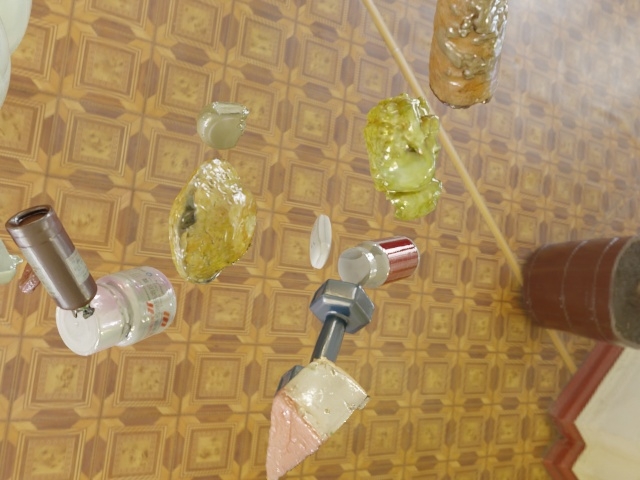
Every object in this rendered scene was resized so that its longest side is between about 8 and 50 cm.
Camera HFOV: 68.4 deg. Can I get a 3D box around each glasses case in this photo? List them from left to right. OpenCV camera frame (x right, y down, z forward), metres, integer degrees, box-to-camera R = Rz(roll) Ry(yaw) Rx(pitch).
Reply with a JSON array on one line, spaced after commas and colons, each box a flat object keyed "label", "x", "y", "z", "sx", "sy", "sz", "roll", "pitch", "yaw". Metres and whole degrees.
[{"label": "glasses case", "x": 0.000, "y": 0.000, "z": 1.240, "sx": 0.049, "sy": 0.197, "sz": 0.076, "roll": 15, "pitch": 121, "yaw": -9}]

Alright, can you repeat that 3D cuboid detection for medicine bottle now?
[{"label": "medicine bottle", "x": -0.686, "y": 0.235, "z": 1.604, "sx": 0.325, "sy": 0.256, "sz": 0.256, "roll": -16, "pitch": 98, "yaw": -63}, {"label": "medicine bottle", "x": 0.165, "y": 0.060, "z": 1.301, "sx": 0.250, "sy": 0.131, "sz": 0.131, "roll": -9, "pitch": 94, "yaw": -49}]

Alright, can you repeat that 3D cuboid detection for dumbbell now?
[{"label": "dumbbell", "x": 0.015, "y": 0.247, "z": 1.071, "sx": 0.156, "sy": 0.143, "sz": 0.316, "roll": 52, "pitch": 42, "yaw": -30}]

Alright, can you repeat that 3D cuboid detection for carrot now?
[{"label": "carrot", "x": 0.165, "y": -0.262, "z": 0.531, "sx": 0.102, "sy": 0.101, "sz": 0.263, "roll": -62, "pitch": 157, "yaw": -14}]

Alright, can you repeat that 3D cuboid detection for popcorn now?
[{"label": "popcorn", "x": 0.196, "y": -0.210, "z": 1.144, "sx": 0.173, "sy": 0.225, "sz": 0.286, "roll": -14, "pitch": 117, "yaw": 2}]

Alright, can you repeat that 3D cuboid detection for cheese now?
[{"label": "cheese", "x": -0.346, "y": -0.397, "z": 1.651, "sx": 0.175, "sy": 0.202, "sz": 0.091, "roll": -9, "pitch": 63, "yaw": -21}]

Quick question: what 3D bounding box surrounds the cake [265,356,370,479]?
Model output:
[{"label": "cake", "x": -0.026, "y": 0.255, "z": 0.667, "sx": 0.090, "sy": 0.225, "sz": 0.109, "roll": 43, "pitch": 47, "yaw": 14}]

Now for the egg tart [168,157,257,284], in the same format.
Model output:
[{"label": "egg tart", "x": -0.332, "y": -0.054, "z": 1.579, "sx": 0.178, "sy": 0.443, "sz": 0.443, "roll": 11, "pitch": 83, "yaw": 12}]

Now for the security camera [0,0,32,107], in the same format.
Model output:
[{"label": "security camera", "x": -0.331, "y": -0.165, "z": 0.338, "sx": 0.194, "sy": 0.194, "sz": 0.236, "roll": 8, "pitch": 46, "yaw": -26}]

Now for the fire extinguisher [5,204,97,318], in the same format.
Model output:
[{"label": "fire extinguisher", "x": -0.429, "y": 0.048, "z": 0.788, "sx": 0.071, "sy": 0.099, "sz": 0.231, "roll": -24, "pitch": 128, "yaw": -17}]

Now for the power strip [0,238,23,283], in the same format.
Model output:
[{"label": "power strip", "x": -0.720, "y": 0.046, "z": 0.883, "sx": 0.118, "sy": 0.046, "sz": 0.270, "roll": 52, "pitch": 31, "yaw": 14}]

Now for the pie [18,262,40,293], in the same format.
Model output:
[{"label": "pie", "x": -0.883, "y": 0.094, "z": 1.451, "sx": 0.038, "sy": 0.153, "sz": 0.154, "roll": 25, "pitch": 78, "yaw": -38}]
